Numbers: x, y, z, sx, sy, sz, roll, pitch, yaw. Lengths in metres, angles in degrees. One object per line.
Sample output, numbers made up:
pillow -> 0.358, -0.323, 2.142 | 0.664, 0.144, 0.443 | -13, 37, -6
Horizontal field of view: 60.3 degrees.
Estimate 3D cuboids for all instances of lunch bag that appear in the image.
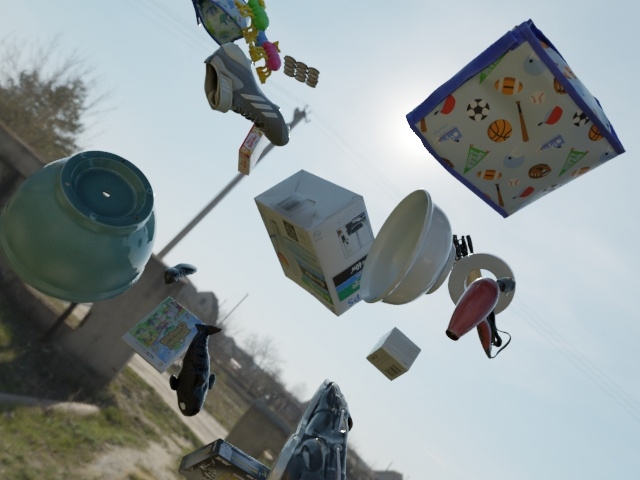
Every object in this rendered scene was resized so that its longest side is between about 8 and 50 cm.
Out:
lunch bag -> 0.432, -0.279, 1.260 | 0.385, 0.238, 0.328 | 27, -48, -34
lunch bag -> -0.249, -0.563, 1.334 | 0.151, 0.096, 0.128 | 44, 33, -40

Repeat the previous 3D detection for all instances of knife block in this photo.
knife block -> 0.576, 0.112, 2.164 | 0.275, 0.088, 0.242 | -104, 180, -46

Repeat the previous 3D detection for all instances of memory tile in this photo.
memory tile -> -0.056, -0.491, 1.607 | 0.113, 0.012, 0.148 | 25, -4, -3

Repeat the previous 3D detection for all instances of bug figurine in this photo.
bug figurine -> -0.142, -0.484, 1.213 | 0.279, 0.072, 0.216 | 75, -5, -61

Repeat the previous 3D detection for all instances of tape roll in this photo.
tape roll -> 0.545, 0.149, 1.863 | 0.219, 0.219, 0.072 | 39, 13, 16

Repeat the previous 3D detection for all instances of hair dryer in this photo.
hair dryer -> 0.417, 0.204, 1.387 | 0.294, 0.223, 0.080 | 2, 2, -40

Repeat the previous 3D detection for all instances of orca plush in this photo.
orca plush -> -0.363, 0.407, 1.701 | 0.151, 0.287, 0.102 | 32, -17, -34

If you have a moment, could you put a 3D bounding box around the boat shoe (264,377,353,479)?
boat shoe -> 0.000, 0.300, 0.791 | 0.096, 0.112, 0.335 | 31, 9, 7

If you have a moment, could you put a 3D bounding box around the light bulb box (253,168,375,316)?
light bulb box -> 0.000, 0.000, 1.857 | 0.358, 0.225, 0.361 | 31, -32, 50

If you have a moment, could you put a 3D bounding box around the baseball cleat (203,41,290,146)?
baseball cleat -> -0.133, -0.230, 0.951 | 0.072, 0.109, 0.206 | 6, -43, 49

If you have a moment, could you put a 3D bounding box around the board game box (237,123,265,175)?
board game box -> -0.208, -0.327, 1.801 | 0.045, 0.193, 0.147 | 25, -22, -1

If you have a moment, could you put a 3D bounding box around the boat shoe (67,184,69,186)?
boat shoe -> -0.752, -0.048, 1.581 | 0.109, 0.302, 0.098 | 38, -26, -23

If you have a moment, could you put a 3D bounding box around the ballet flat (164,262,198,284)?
ballet flat -> -0.487, 0.112, 1.913 | 0.057, 0.049, 0.173 | 27, 16, 18

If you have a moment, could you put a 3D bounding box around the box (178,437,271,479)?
box -> -0.290, 0.713, 1.697 | 0.231, 0.183, 0.056 | 44, 28, -25

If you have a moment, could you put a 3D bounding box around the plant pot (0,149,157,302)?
plant pot -> -0.445, -0.052, 1.077 | 0.293, 0.293, 0.196 | 45, -50, -6

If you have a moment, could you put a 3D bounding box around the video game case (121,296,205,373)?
video game case -> -0.515, 0.309, 1.830 | 0.193, 0.212, 0.023 | 33, -33, 21

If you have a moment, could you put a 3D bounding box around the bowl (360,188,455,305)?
bowl -> 0.224, 0.038, 1.303 | 0.134, 0.297, 0.298 | 27, -12, -11

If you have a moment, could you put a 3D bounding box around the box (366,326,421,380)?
box -> 0.204, 0.317, 1.538 | 0.102, 0.087, 0.101 | 42, -38, 4
